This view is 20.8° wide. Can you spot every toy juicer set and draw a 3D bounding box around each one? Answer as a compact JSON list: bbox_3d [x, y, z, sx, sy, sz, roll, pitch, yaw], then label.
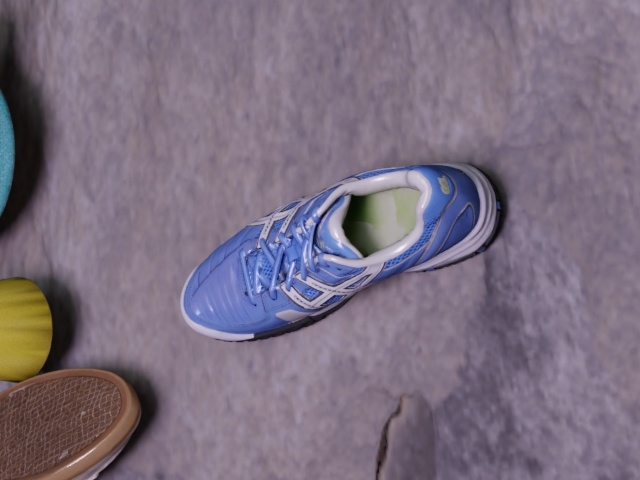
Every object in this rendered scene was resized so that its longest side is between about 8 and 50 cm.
[{"bbox_3d":[-0.283,-0.047,1.196,0.209,0.089,0.329,-21,74,39],"label":"toy juicer set"}]

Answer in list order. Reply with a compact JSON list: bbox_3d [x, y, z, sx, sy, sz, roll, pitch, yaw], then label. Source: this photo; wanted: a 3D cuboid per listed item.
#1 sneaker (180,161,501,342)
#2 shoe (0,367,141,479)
[{"bbox_3d":[0.000,0.000,1.049,0.211,0.081,0.080,-25,73,20],"label":"sneaker"},{"bbox_3d":[-0.205,0.148,1.133,0.219,0.058,0.077,-27,60,15],"label":"shoe"}]
